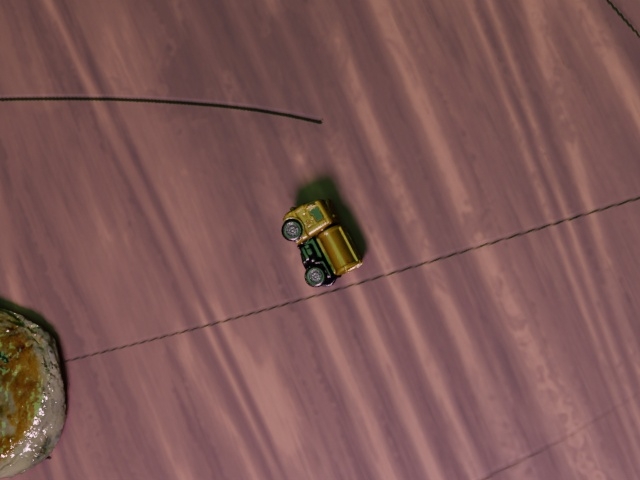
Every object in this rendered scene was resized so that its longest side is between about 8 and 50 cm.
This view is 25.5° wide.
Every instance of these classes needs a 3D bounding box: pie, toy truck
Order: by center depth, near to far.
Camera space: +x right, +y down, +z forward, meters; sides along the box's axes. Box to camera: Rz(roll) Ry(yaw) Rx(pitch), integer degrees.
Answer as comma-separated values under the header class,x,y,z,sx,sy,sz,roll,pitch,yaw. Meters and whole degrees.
class,x,y,z,sx,sy,sz,roll,pitch,yaw
toy truck,0.000,0.000,1.377,0.054,0.049,0.083,-29,82,12
pie,-0.350,0.159,1.479,0.186,0.041,0.187,-1,88,17
